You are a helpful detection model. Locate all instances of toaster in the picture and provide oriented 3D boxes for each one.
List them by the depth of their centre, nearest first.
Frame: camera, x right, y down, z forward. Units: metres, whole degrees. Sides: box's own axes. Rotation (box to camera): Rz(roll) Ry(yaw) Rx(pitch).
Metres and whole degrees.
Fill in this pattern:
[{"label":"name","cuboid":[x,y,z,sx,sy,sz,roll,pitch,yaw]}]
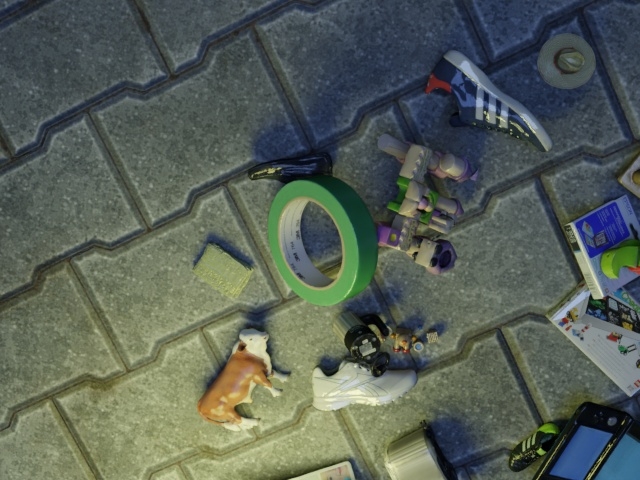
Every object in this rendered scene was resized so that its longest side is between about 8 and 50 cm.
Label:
[{"label":"toaster","cuboid":[0.271,0.617,1.851,0.146,0.129,0.227,-28,98,11]}]

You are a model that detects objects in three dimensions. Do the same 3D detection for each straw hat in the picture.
[{"label":"straw hat","cuboid":[0.614,-0.443,1.669,0.144,0.061,0.144,1,101,4]}]

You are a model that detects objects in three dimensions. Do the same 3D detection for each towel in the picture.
[{"label":"towel","cuboid":[-0.266,0.082,1.847,0.148,0.027,0.110,33,102,-3]}]

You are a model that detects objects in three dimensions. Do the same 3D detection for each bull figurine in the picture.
[{"label":"bull figurine","cuboid":[-0.204,0.384,1.858,0.188,0.101,0.310,36,100,-4]}]

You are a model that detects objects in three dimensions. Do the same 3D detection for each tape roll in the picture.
[{"label":"tape roll","cuboid":[0.000,0.000,1.690,0.321,0.077,0.321,18,115,43]}]

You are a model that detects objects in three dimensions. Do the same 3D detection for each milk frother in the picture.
[{"label":"milk frother","cuboid":[0.112,0.277,1.802,0.129,0.135,0.143,-5,113,-19]}]

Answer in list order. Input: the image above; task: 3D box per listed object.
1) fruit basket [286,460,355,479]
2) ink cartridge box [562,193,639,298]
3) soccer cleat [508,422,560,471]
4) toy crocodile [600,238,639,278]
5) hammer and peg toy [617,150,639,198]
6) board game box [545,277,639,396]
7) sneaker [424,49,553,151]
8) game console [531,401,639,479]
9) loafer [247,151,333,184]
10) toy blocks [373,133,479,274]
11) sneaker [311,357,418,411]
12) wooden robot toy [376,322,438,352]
[{"label":"fruit basket","cuboid":[-0.039,0.809,1.836,0.353,0.165,0.327,-12,78,-15]},{"label":"ink cartridge box","cuboid":[0.734,0.013,1.718,0.208,0.045,0.206,-24,91,-23]},{"label":"soccer cleat","cuboid":[0.581,0.569,1.846,0.060,0.072,0.179,40,101,-3]},{"label":"toy crocodile","cuboid":[0.853,0.055,1.676,0.340,0.115,0.105,7,85,-19]},{"label":"hammer and peg toy","cuboid":[0.948,-0.135,1.664,0.361,0.127,0.266,38,101,-3]},{"label":"board game box","cuboid":[0.772,0.239,1.781,0.305,0.053,0.193,44,99,-4]},{"label":"sneaker","cuboid":[0.410,-0.312,1.684,0.350,0.131,0.148,41,107,2]},{"label":"game console","cuboid":[0.746,0.604,1.772,0.250,0.173,0.293,19,106,-24]},{"label":"loafer","cuboid":[-0.078,-0.176,1.761,0.223,0.076,0.078,-9,92,2]},{"label":"toy blocks","cuboid":[0.282,-0.077,1.669,0.260,0.309,0.288,18,95,-42]},{"label":"sneaker","cuboid":[0.113,0.379,1.834,0.297,0.111,0.129,-10,93,5]},{"label":"wooden robot toy","cuboid":[0.231,0.272,1.816,0.173,0.079,0.076,3,100,4]}]
